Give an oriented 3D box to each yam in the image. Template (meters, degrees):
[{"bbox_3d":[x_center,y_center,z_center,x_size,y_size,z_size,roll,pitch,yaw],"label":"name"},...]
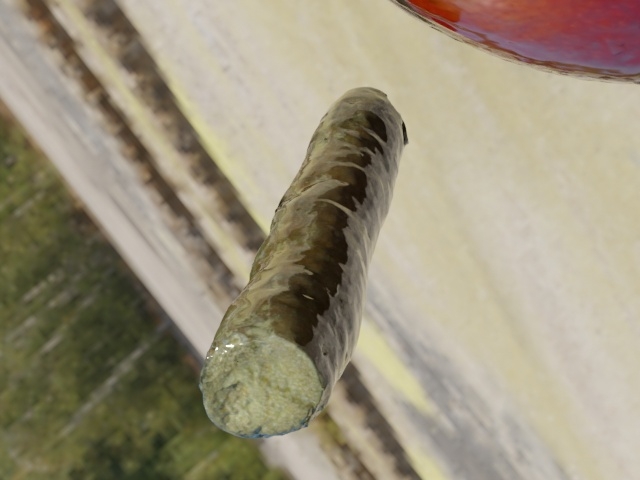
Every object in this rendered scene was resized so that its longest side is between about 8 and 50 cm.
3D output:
[{"bbox_3d":[0.000,0.000,0.787,0.061,0.061,0.274,54,-155,-18],"label":"yam"}]

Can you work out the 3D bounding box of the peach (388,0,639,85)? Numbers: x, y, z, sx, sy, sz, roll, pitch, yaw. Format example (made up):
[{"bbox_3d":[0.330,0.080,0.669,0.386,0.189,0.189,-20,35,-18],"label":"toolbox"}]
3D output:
[{"bbox_3d":[0.134,-0.242,0.787,0.370,0.370,0.370,49,172,10],"label":"peach"}]
